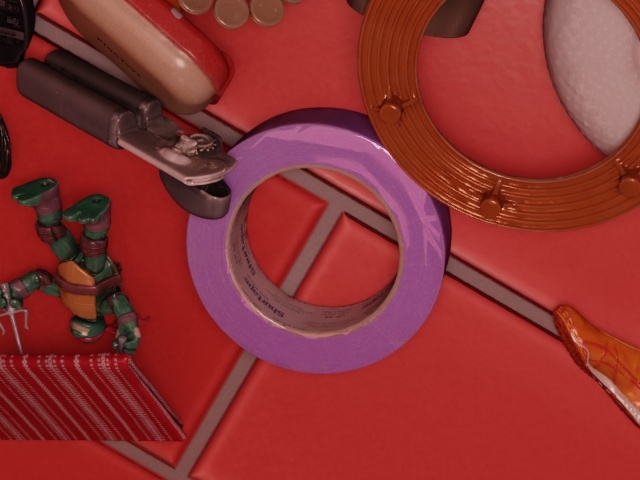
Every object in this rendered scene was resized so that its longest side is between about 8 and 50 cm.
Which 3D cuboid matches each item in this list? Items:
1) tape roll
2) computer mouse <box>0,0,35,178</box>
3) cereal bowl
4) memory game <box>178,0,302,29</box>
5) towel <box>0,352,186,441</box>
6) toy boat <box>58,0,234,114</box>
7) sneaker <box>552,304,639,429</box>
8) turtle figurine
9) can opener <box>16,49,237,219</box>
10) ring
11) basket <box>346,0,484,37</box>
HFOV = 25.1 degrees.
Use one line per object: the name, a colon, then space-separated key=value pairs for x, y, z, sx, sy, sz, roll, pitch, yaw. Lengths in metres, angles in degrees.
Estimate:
tape roll: x=0.000 y=0.000 z=1.536 sx=0.275 sy=0.090 sz=0.274 roll=3 pitch=108 yaw=10
computer mouse: x=-0.347 y=-0.182 z=1.574 sx=0.071 sy=0.041 sz=0.242 roll=18 pitch=116 yaw=14
cereal bowl: x=0.382 y=-0.198 z=1.378 sx=0.339 sy=0.141 sz=0.338 roll=3 pitch=108 yaw=10
memory game: x=-0.087 y=-0.300 z=1.441 sx=0.186 sy=0.012 sz=0.186 roll=4 pitch=79 yaw=-19
towel: x=-0.306 y=0.172 z=1.605 sx=0.275 sy=0.031 sz=0.199 roll=-2 pitch=148 yaw=16
toy boat: x=-0.165 y=-0.250 z=1.479 sx=0.231 sy=0.151 sz=0.151 roll=42 pitch=79 yaw=-5
sneaker: x=0.316 y=0.127 z=1.541 sx=0.067 sy=0.064 sz=0.175 roll=-45 pitch=101 yaw=-1
turtle figurine: x=-0.271 y=0.051 z=1.585 sx=0.175 sy=0.118 sz=0.234 roll=6 pitch=123 yaw=12
can opener: x=-0.204 y=-0.106 z=1.493 sx=0.283 sy=0.076 sz=0.095 roll=29 pitch=127 yaw=31
ring: x=0.194 y=-0.148 z=1.346 sx=0.337 sy=0.032 sz=0.336 roll=8 pitch=123 yaw=13
basket: x=0.112 y=-0.323 z=1.386 sx=0.204 sy=0.154 sz=0.226 roll=15 pitch=113 yaw=-1
